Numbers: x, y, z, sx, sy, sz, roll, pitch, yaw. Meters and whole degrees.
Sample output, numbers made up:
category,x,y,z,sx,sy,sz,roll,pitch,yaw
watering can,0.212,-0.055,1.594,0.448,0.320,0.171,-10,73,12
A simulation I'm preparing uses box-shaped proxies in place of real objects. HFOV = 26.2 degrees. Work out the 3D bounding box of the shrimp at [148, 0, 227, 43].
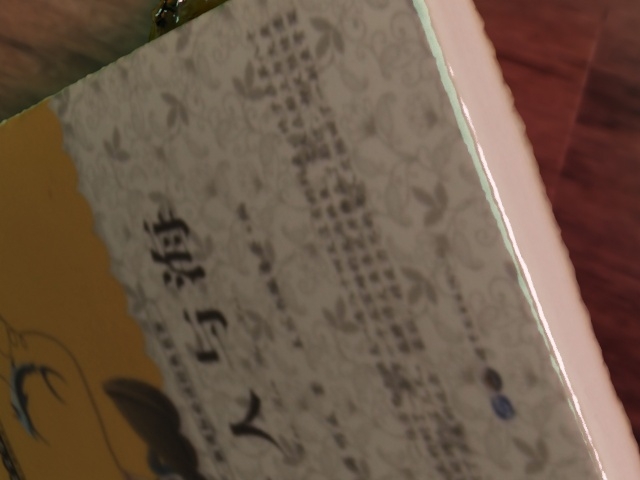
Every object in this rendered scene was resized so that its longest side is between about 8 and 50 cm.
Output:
category,x,y,z,sx,sy,sz,roll,pitch,yaw
shrimp,-0.008,0.005,0.558,0.117,0.066,0.262,-12,96,35

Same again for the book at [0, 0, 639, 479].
category,x,y,z,sx,sy,sz,roll,pitch,yaw
book,-0.046,0.060,0.550,0.389,0.032,0.269,-18,95,50
